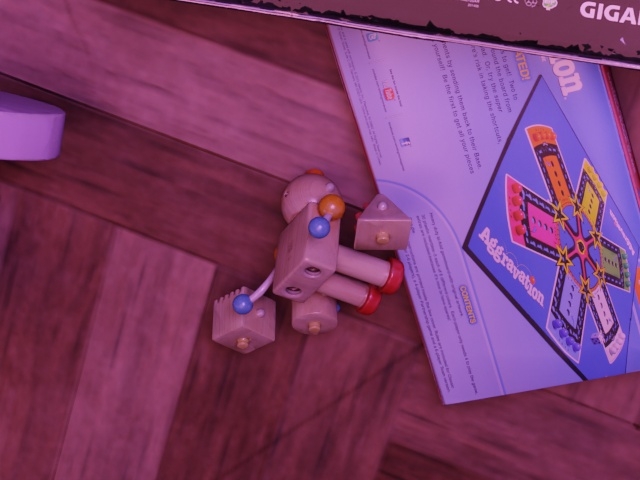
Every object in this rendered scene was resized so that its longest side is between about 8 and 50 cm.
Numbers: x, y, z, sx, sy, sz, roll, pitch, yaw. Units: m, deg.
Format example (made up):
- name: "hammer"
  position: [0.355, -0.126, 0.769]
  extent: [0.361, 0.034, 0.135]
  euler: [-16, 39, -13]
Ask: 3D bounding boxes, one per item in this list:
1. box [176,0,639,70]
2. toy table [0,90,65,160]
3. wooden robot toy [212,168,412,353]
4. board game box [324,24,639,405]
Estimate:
- name: "box"
  position: [0.069, -0.229, 0.872]
  extent: [0.322, 0.079, 0.257]
  euler: [9, 103, 9]
- name: "toy table"
  position: [-0.296, -0.020, 1.004]
  extent: [0.274, 0.252, 0.160]
  euler: [13, 99, 12]
- name: "wooden robot toy"
  position: [0.000, 0.000, 1.016]
  extent: [0.076, 0.079, 0.173]
  euler: [16, 144, -25]
- name: "board game box"
  position: [0.099, -0.050, 0.981]
  extent: [0.145, 0.027, 0.281]
  euler: [-12, 106, 21]
